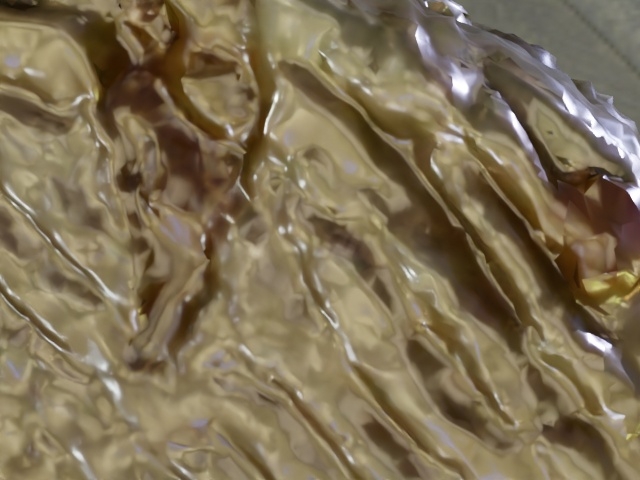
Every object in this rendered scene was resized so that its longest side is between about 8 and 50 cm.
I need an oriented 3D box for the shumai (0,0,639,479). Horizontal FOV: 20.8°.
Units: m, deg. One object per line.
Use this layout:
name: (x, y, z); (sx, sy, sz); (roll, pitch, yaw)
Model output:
shumai: (0.001, -0.002, 0.544); (0.346, 0.283, 0.217); (38, 111, 3)
